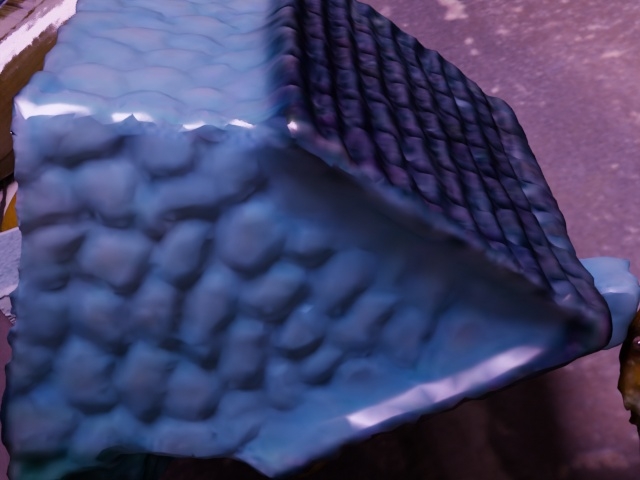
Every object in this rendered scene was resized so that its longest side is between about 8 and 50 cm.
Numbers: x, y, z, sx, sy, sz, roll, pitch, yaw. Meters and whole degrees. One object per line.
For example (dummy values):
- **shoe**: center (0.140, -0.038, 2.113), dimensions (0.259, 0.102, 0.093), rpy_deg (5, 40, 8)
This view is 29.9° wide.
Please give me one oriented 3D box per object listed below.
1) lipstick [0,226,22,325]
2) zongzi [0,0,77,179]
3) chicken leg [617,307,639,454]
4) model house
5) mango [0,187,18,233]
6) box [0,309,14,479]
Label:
- **lipstick**: center (-0.116, 0.015, 0.735), dimensions (0.290, 0.076, 0.077), rpy_deg (-19, 36, 10)
- **zongzi**: center (-0.159, -0.150, 0.928), dimensions (0.289, 0.123, 0.260), rpy_deg (6, 52, 30)
- **chicken leg**: center (0.216, -0.076, 0.543), dimensions (0.361, 0.211, 0.140), rpy_deg (-50, 16, -32)
- **model house**: center (0.000, 0.000, 0.547), dimensions (0.241, 0.225, 0.261), rpy_deg (3, 28, -2)
- **mango**: center (-0.143, -0.042, 0.810), dimensions (0.163, 0.089, 0.111), rpy_deg (-23, 25, 23)
- **box**: center (-0.254, 0.138, 0.580), dimensions (0.252, 0.188, 0.153), rpy_deg (-22, 37, 8)
